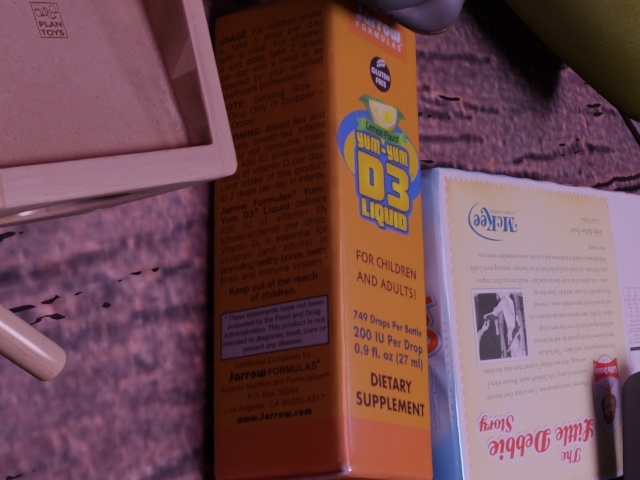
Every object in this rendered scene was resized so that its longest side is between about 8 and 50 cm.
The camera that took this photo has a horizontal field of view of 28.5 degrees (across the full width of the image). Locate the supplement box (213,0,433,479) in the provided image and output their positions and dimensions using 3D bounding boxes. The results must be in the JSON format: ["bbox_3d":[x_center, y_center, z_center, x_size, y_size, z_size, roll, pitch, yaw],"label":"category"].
[{"bbox_3d":[0.000,0.000,0.602,0.078,0.080,0.233,19,63,-52],"label":"supplement box"}]

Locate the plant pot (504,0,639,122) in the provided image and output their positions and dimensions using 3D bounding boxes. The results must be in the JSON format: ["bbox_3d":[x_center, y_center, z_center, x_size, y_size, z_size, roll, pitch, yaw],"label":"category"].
[{"bbox_3d":[0.170,-0.250,0.777,0.294,0.275,0.274,24,61,-31],"label":"plant pot"}]

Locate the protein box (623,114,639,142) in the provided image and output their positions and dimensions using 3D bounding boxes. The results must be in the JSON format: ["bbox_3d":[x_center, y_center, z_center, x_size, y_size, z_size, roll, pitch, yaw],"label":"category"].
[{"bbox_3d":[0.356,-0.186,1.025,0.136,0.201,0.199,48,46,-36],"label":"protein box"}]

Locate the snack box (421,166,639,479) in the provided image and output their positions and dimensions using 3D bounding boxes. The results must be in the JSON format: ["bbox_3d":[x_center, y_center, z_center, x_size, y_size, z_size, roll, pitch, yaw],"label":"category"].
[{"bbox_3d":[0.141,0.060,0.789,0.322,0.060,0.187,3,81,-53],"label":"snack box"}]

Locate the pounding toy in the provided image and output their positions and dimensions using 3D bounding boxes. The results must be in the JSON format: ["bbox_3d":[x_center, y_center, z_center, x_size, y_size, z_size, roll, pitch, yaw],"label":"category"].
[{"bbox_3d":[-0.132,-0.039,0.419,0.206,0.094,0.181,-13,91,-54],"label":"pounding toy"}]

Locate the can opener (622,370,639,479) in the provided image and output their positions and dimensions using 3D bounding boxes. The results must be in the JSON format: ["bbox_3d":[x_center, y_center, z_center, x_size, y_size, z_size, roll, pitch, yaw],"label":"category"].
[{"bbox_3d":[0.203,0.218,0.780,0.076,0.095,0.283,-1,90,-36],"label":"can opener"}]

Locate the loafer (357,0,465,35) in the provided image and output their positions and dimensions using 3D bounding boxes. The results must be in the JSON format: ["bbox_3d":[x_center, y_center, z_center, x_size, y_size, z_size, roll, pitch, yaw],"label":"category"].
[{"bbox_3d":[-0.008,-0.211,0.615,0.267,0.096,0.084,64,7,19],"label":"loafer"}]
